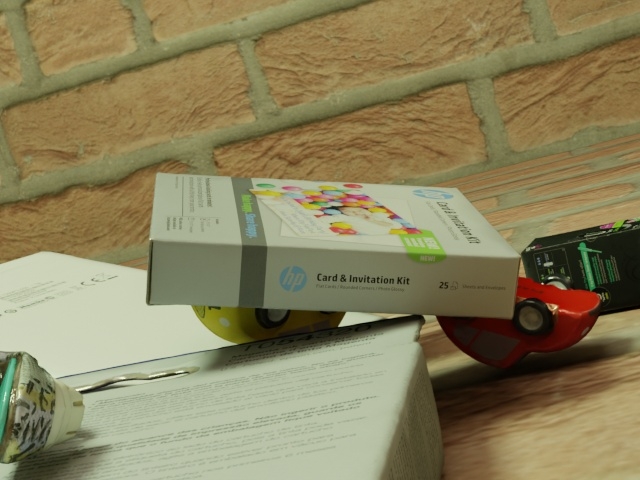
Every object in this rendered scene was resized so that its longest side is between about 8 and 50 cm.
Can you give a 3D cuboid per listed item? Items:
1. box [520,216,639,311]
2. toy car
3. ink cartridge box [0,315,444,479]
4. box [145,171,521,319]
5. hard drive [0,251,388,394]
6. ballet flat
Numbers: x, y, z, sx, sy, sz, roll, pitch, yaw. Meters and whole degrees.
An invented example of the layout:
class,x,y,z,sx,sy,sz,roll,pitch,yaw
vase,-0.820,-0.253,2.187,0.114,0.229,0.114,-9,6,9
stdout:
class,x,y,z,sx,sy,sz,roll,pitch,yaw
box,0.185,0.019,0.756,0.083,0.052,0.062,-13,4,23
toy car,0.032,0.024,0.710,0.239,0.053,0.225,3,17,-9
ink cartridge box,-0.116,0.115,0.450,0.324,0.071,0.330,-11,3,10
box,0.000,0.000,0.618,0.186,0.038,0.145,4,16,-7
hard drive,-0.137,0.065,0.736,0.307,0.040,0.203,10,17,32
ballet flat,-0.114,0.063,0.443,0.041,0.041,0.114,-17,7,-21
